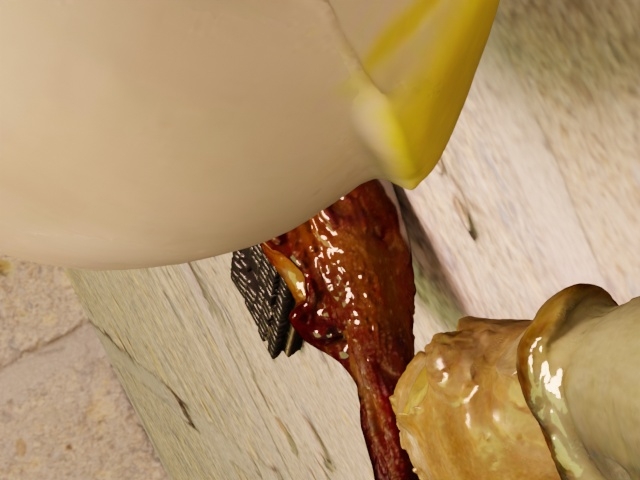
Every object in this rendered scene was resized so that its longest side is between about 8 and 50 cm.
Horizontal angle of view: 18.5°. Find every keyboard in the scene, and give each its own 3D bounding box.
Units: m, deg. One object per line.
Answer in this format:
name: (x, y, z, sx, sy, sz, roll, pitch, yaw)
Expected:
keyboard: (-0.037, 0.014, 1.524, 0.106, 0.027, 0.317, 59, 167, 15)

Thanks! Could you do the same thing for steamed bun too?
steamed bun: (-0.091, -0.149, 0.738, 0.334, 0.334, 0.374, 65, 164, -16)

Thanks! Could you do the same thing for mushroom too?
mushroom: (0.175, 0.078, 0.690, 0.107, 0.087, 0.333, 61, 165, -17)

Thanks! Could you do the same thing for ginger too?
ginger: (0.106, 0.099, 0.966, 0.157, 0.102, 0.216, 35, 163, -4)

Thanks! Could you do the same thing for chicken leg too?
chicken leg: (0.000, 0.000, 1.134, 0.407, 0.096, 0.158, 65, -162, 14)
